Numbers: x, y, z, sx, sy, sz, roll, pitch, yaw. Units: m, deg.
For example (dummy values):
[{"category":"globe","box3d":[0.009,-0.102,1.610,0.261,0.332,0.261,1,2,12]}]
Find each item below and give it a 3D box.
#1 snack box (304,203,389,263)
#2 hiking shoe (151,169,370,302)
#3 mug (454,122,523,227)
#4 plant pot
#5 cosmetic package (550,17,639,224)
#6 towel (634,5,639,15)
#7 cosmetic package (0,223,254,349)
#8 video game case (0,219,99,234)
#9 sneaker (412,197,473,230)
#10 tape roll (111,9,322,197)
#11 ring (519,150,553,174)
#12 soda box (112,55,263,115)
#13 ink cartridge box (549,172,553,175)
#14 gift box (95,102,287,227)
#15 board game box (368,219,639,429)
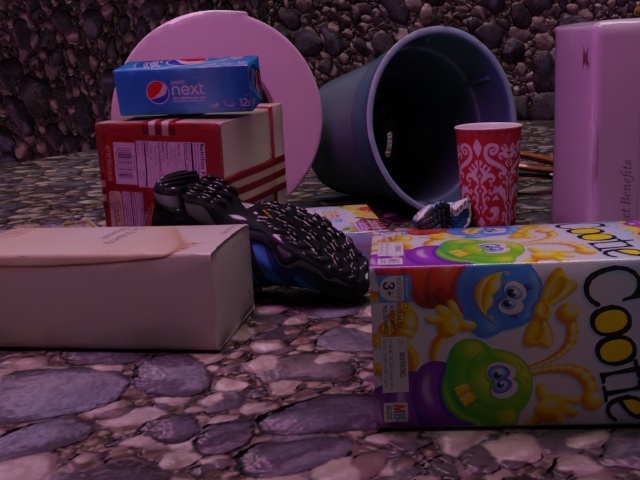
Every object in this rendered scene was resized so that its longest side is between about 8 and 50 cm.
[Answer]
[{"category":"snack box","box3d":[0.000,0.000,1.253,0.174,0.070,0.207,-4,11,-4]},{"category":"hiking shoe","box3d":[-0.081,0.017,1.101,0.304,0.132,0.113,24,28,12]},{"category":"mug","box3d":[0.300,-0.114,1.465,0.150,0.170,0.113,-11,14,-36]},{"category":"plant pot","box3d":[0.145,-0.218,1.690,0.341,0.342,0.334,-10,6,-30]},{"category":"cosmetic package","box3d":[0.554,-0.156,1.222,0.393,0.330,0.327,-1,14,6]},{"category":"towel","box3d":[0.505,-0.317,1.166,0.102,0.021,0.237,-7,13,9]},{"category":"cosmetic package","box3d":[-0.246,0.050,0.992,0.309,0.113,0.160,-2,12,10]},{"category":"video game case","box3d":[-0.474,0.004,1.454,0.206,0.026,0.227,-9,13,-23]},{"category":"sneaker","box3d":[0.180,-0.027,1.366,0.082,0.072,0.190,-4,2,27]},{"category":"tape roll","box3d":[-0.189,-0.226,1.581,0.391,0.392,0.072,-5,13,-10]},{"category":"ring","box3d":[0.412,-0.186,1.860,0.336,0.032,0.336,11,1,0]},{"category":"soda box","box3d":[-0.196,-0.232,1.283,0.209,0.071,0.067,-1,24,10]},{"category":"ink cartridge box","box3d":[0.492,-0.083,1.524,0.104,0.062,0.181,-5,13,-10]},{"category":"gift box","box3d":[-0.210,-0.113,1.397,0.276,0.255,0.258,8,18,20]},{"category":"board game box","box3d":[0.183,0.067,0.738,0.275,0.142,0.144,-2,13,5]}]
